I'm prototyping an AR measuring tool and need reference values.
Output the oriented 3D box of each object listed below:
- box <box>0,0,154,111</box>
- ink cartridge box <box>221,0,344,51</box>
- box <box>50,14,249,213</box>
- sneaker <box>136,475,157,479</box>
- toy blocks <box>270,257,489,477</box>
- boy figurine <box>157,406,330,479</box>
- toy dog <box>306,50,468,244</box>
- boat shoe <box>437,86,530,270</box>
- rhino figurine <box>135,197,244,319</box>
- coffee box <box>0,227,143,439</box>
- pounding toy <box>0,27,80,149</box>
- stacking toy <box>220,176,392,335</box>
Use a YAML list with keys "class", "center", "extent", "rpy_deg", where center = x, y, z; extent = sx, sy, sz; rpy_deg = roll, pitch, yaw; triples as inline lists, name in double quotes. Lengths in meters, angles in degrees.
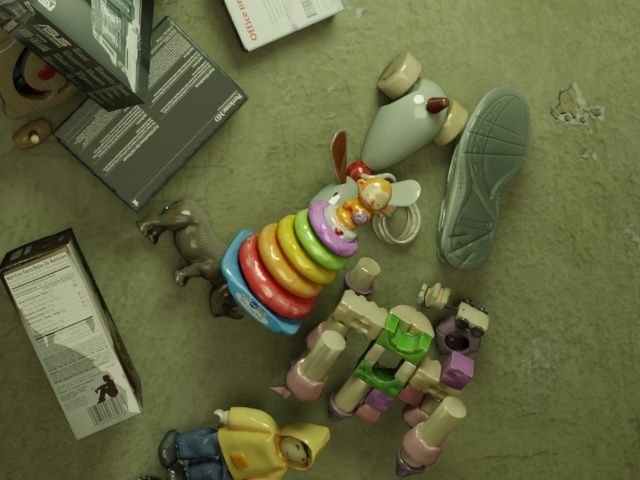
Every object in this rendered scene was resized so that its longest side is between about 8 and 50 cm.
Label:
- class: "box"
  center: [-0.351, -0.361, 1.504]
  extent: [0.077, 0.307, 0.242]
  rpy_deg: [-10, 65, 22]
- class: "ink cartridge box"
  center: [-0.070, -0.397, 1.715]
  extent: [0.175, 0.072, 0.127]
  rpy_deg: [-24, 104, -6]
- class: "box"
  center: [-0.272, -0.201, 1.696]
  extent: [0.261, 0.103, 0.184]
  rpy_deg: [-46, 102, -1]
- class: "sneaker"
  center: [-0.261, 0.472, 1.848]
  extent: [0.162, 0.063, 0.073]
  rpy_deg: [27, 111, -10]
- class: "toy blocks"
  center: [0.094, 0.231, 1.811]
  extent: [0.289, 0.309, 0.260]
  rpy_deg: [29, 126, -3]
- class: "boy figurine"
  center: [-0.121, 0.364, 1.786]
  extent: [0.285, 0.092, 0.177]
  rpy_deg: [-8, 103, 15]
- class: "toy dog"
  center: [0.119, -0.147, 1.750]
  extent: [0.220, 0.161, 0.333]
  rpy_deg: [18, 96, -13]
- class: "boat shoe"
  center: [0.271, -0.108, 1.826]
  extent: [0.118, 0.103, 0.320]
  rpy_deg: [12, 94, -14]
- class: "rhino figurine"
  center: [-0.197, 0.037, 1.768]
  extent: [0.106, 0.073, 0.243]
  rpy_deg: [-34, 106, -1]
- class: "coffee box"
  center: [-0.397, 0.144, 1.699]
  extent: [0.119, 0.168, 0.297]
  rpy_deg: [-23, 102, -6]
- class: "pounding toy"
  center: [-0.415, -0.244, 1.601]
  extent: [0.154, 0.269, 0.155]
  rpy_deg: [-36, 70, -20]
- class: "stacking toy"
  center: [0.000, 0.000, 1.696]
  extent: [0.302, 0.165, 0.175]
  rpy_deg: [-38, 104, 25]
